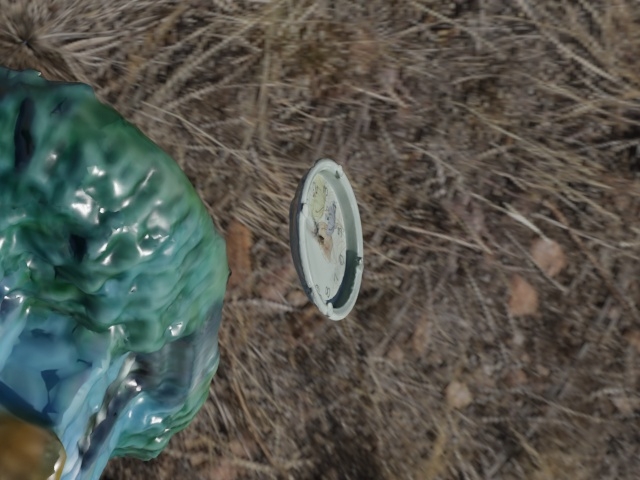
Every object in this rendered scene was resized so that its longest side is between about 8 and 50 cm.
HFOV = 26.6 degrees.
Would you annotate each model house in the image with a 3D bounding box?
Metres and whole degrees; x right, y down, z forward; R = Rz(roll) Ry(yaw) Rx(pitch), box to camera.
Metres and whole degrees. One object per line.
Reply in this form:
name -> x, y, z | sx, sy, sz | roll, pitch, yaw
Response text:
model house -> -0.182, 0.087, 0.559 | 0.226, 0.261, 0.241 | 16, 58, 6

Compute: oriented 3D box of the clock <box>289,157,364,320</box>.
clock -> 0.000, 0.000, 1.961 | 0.053, 0.236, 0.236 | -5, 101, 24
